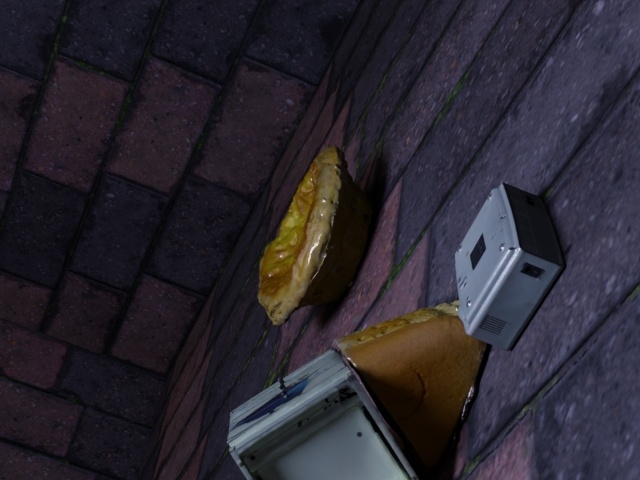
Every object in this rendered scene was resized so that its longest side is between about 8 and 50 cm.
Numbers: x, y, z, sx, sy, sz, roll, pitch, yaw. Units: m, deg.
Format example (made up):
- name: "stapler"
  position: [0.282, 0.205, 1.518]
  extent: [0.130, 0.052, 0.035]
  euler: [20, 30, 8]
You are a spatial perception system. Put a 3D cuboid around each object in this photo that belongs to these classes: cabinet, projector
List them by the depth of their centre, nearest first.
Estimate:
- name: "projector"
  position: [0.183, 0.023, 1.096]
  extent: [0.147, 0.061, 0.115]
  euler: [-86, 19, -61]
- name: "cabinet"
  position: [-0.002, 0.219, 1.151]
  extent: [0.145, 0.150, 0.206]
  euler: [-32, 2, -3]

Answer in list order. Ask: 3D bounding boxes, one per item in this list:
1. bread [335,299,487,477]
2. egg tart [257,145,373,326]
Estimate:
- name: "bread"
  position: [0.121, 0.158, 1.164]
  extent: [0.140, 0.169, 0.160]
  euler: [-156, 47, -80]
- name: "egg tart"
  position: [0.000, 0.000, 1.866]
  extent: [0.341, 0.132, 0.341]
  euler: [-158, 90, -78]
